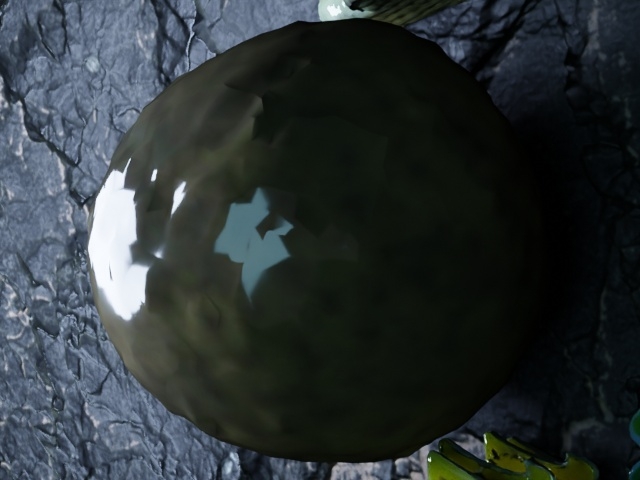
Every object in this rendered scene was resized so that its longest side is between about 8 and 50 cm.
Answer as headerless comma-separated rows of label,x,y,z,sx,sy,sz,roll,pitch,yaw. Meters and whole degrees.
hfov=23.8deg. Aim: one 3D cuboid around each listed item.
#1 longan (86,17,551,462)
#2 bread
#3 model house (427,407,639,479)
longan,0.000,0.000,1.285,0.391,0.391,0.391,3,95,36
bread,0.084,-0.238,1.342,0.172,0.232,0.064,-16,88,-7
model house,0.222,0.260,1.226,0.358,0.242,0.312,-44,65,32
